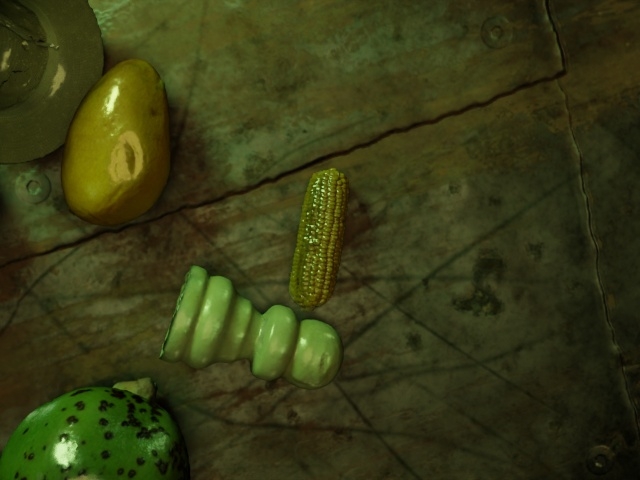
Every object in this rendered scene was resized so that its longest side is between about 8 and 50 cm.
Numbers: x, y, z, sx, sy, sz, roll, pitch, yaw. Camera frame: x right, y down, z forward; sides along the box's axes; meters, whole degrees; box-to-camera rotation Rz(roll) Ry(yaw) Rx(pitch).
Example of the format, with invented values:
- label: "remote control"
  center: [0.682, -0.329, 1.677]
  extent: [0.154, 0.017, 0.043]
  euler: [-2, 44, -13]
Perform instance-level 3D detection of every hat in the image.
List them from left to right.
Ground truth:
- label: "hat"
  center: [-0.413, -0.235, 0.833]
  extent: [0.130, 0.257, 0.257]
  euler: [24, 92, 25]

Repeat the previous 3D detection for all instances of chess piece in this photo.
- label: "chess piece"
  center: [-0.085, 0.135, 0.915]
  extent: [0.243, 0.133, 0.133]
  euler: [20, 93, -11]

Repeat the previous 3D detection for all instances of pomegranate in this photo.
- label: "pomegranate"
  center: [-0.281, 0.295, 0.857]
  extent: [0.254, 0.270, 0.254]
  euler: [5, 133, 5]

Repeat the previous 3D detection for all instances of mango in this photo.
- label: "mango"
  center: [-0.262, -0.127, 0.883]
  extent: [0.147, 0.109, 0.227]
  euler: [20, 93, 18]

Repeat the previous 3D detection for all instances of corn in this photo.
- label: "corn"
  center: [0.000, 0.000, 0.935]
  extent: [0.068, 0.068, 0.207]
  euler: [11, 94, -6]
